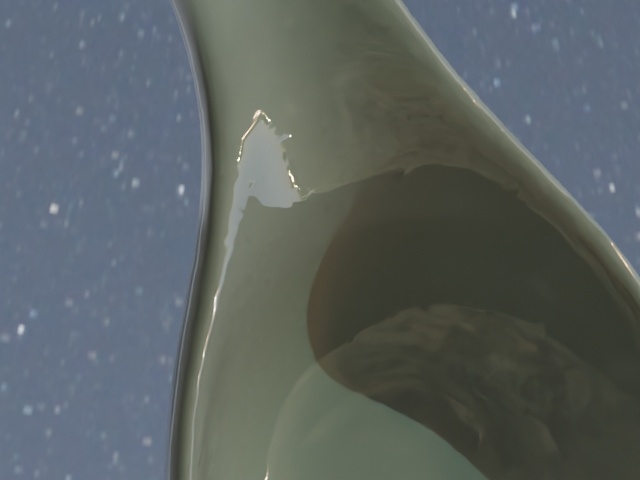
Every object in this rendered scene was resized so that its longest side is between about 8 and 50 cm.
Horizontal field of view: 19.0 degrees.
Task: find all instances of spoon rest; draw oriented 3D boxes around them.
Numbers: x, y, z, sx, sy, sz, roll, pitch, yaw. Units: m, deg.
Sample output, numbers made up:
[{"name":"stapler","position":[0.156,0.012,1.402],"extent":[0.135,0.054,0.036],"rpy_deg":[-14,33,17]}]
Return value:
[{"name":"spoon rest","position":[0.000,0.000,0.428],"extent":[0.137,0.084,0.276],"rpy_deg":[-30,-76,-17]}]
